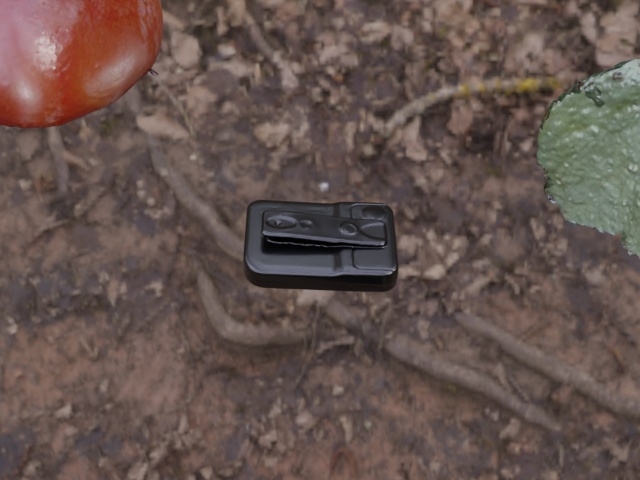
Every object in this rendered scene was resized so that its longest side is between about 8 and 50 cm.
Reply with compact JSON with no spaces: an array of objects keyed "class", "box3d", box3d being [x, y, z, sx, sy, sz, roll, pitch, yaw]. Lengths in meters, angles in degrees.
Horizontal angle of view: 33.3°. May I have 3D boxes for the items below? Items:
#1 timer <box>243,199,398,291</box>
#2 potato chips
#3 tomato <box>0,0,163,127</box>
[{"class":"timer","box3d":[0.000,0.000,1.318,0.187,0.055,0.144,2,40,-2]},{"class":"potato chips","box3d":[0.249,-0.047,0.761,0.059,0.167,0.228,-3,26,-35]},{"class":"tomato","box3d":[-0.176,-0.148,0.619,0.166,0.082,0.174,25,41,14]}]
